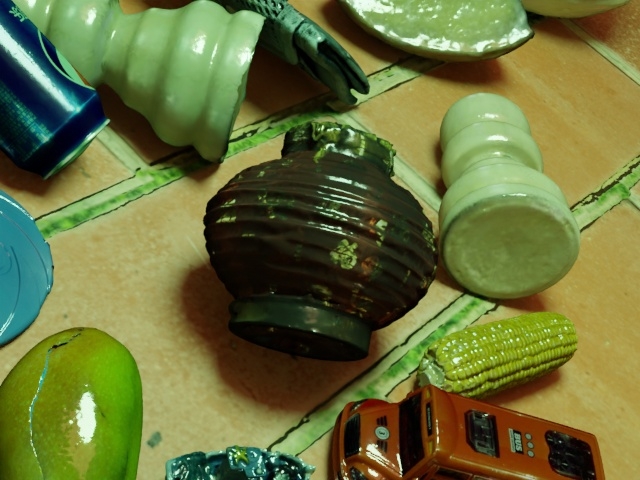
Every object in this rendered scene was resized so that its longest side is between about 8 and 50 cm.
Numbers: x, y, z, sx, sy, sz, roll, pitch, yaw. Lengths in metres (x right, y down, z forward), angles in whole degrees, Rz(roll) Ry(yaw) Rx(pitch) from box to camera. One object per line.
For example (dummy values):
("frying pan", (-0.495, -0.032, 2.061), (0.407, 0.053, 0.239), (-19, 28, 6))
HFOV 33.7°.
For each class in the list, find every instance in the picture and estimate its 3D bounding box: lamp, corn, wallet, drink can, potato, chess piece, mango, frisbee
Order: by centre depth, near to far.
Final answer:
("mango", (-0.209, 0.173, 0.853), (0.125, 0.111, 0.232), (9, 56, -3))
("frisbee", (-0.367, 0.006, 0.978), (0.242, 0.045, 0.242), (16, 41, -15))
("lamp", (0.000, 0.000, 1.060), (0.247, 0.247, 0.247), (17, 42, -16))
("drink can", (-0.320, -0.165, 1.087), (0.205, 0.118, 0.118), (49, 38, -15))
("corn", (0.195, 0.127, 1.161), (0.238, 0.080, 0.080), (-11, 55, -41))
("chess piece", (-0.242, -0.219, 1.202), (0.330, 0.182, 0.182), (17, 42, -6))
("chess piece", (0.224, -0.082, 1.340), (0.167, 0.167, 0.299), (19, 38, -13))
("wallet", (-0.094, -0.314, 1.369), (0.342, 0.075, 0.237), (44, 4, 18))
("potato", (0.156, -0.339, 1.606), (0.264, 0.211, 0.189), (-21, 98, -8))

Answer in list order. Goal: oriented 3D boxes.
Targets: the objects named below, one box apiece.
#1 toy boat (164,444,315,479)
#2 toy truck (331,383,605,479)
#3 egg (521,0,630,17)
("toy boat", (-0.071, 0.209, 0.931), (0.137, 0.061, 0.060), (8, 45, -25))
("toy truck", (0.142, 0.213, 1.012), (0.253, 0.114, 0.107), (18, 43, -15))
("egg", (0.405, -0.505, 1.834), (0.337, 0.201, 0.337), (2, 64, -5))
